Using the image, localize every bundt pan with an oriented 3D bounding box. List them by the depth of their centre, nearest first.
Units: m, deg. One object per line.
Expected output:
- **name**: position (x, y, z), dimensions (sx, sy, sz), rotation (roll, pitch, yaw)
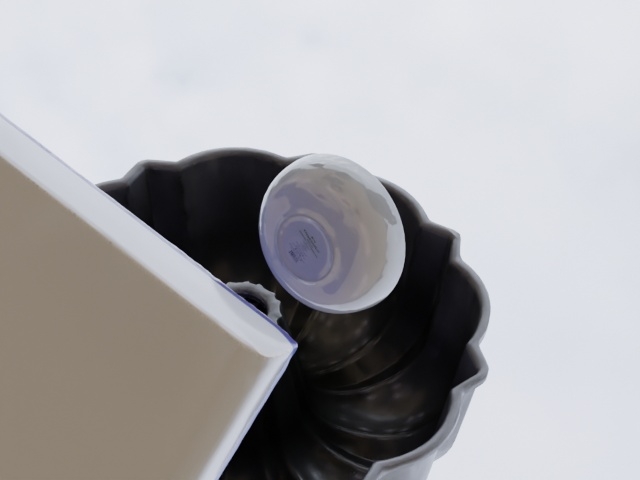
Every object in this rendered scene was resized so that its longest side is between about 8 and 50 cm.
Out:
- **bundt pan**: position (-0.053, 0.087, 1.047), dimensions (0.331, 0.331, 0.124), rotation (25, -41, 22)

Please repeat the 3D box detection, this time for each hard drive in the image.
- **hard drive**: position (-0.172, 0.116, 0.737), dimensions (0.210, 0.040, 0.318), rotation (37, -70, 16)

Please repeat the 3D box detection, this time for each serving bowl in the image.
- **serving bowl**: position (0.000, 0.000, 0.772), dimensions (0.083, 0.027, 0.083), rotation (15, -64, 33)
